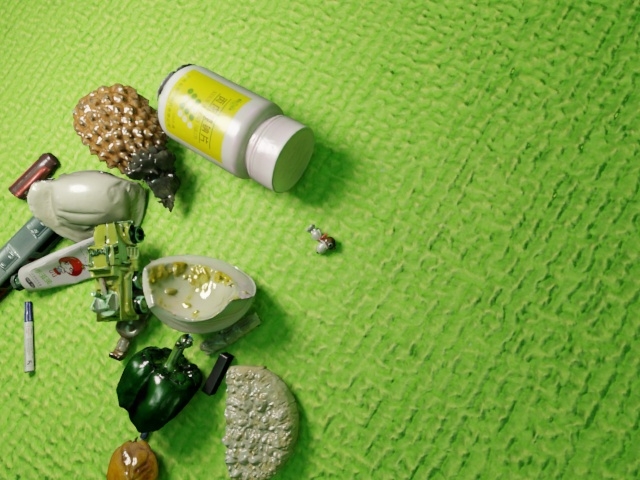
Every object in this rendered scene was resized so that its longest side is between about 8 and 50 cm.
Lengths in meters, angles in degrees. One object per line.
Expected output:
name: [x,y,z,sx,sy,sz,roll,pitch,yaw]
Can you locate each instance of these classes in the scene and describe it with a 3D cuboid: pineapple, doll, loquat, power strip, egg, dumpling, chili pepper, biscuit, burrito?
pineapple: [-0.492,-0.243,1.196,0.223,0.223,0.357,-40,78,2]
doll: [0.003,-0.006,1.130,0.058,0.040,0.085,-27,75,17]
loquat: [-0.459,0.561,1.082,0.137,0.113,0.137,-4,83,37]
power strip: [-0.262,0.338,1.117,0.029,0.038,0.111,25,84,17]
egg: [-0.299,0.147,1.096,0.271,0.206,0.161,16,107,1]
dumpling: [-0.642,-0.087,1.230,0.243,0.175,0.227,9,111,12]
chili pepper: [-0.376,0.335,1.079,0.174,0.165,0.261,38,92,35]
biscuit: [-0.138,0.443,1.047,0.179,0.084,0.281,-2,81,8]
burrito: [-0.232,0.241,1.129,0.185,0.041,0.045,-33,83,7]

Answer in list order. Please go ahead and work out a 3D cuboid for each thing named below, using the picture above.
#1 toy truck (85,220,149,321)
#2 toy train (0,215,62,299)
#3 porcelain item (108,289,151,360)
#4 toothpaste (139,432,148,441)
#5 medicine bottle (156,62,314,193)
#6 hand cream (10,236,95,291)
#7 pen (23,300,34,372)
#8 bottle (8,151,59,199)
toy truck: [-0.530,0.074,1.119,0.128,0.135,0.259,-6,79,11]
toy train: [-0.875,0.032,1.291,0.409,0.089,0.086,-45,78,0]
porcelain item: [-0.504,0.218,1.186,0.084,0.054,0.213,17,82,17]
toothpaste: [-0.449,0.483,1.139,0.027,0.019,0.083,14,80,39]
medicine bottle: [-0.219,-0.289,1.145,0.379,0.213,0.213,30,86,16]
hand cream: [-0.718,0.074,1.247,0.336,0.076,0.121,-17,115,8]
pen: [-0.840,0.276,1.265,0.025,0.025,0.204,-13,75,10]
bottle: [-0.880,-0.202,1.354,0.164,0.060,0.060,-44,73,0]
